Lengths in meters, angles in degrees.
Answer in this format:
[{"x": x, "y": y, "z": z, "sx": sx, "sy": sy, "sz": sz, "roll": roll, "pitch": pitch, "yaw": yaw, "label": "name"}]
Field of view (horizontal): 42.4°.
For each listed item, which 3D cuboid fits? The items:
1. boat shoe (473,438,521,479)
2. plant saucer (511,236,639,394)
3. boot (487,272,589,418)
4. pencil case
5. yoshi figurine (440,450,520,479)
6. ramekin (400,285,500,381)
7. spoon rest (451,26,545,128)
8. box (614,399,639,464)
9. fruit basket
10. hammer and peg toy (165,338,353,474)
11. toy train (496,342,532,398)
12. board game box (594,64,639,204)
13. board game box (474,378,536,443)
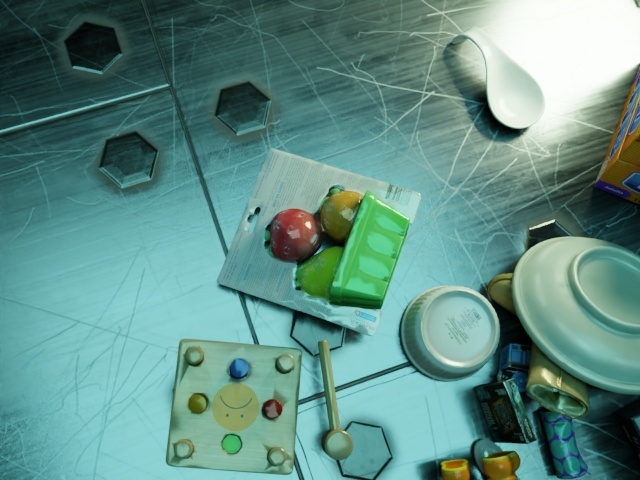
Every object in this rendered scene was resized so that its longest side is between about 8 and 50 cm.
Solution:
[{"x": 0.383, "y": 0.496, "z": 1.706, "sx": 0.066, "sy": 0.063, "sz": 0.184, "roll": -25, "pitch": 81, "yaw": -11, "label": "boat shoe"}, {"x": 0.599, "y": 0.122, "z": 1.695, "sx": 0.400, "sy": 0.100, "sz": 0.400, "roll": 8, "pitch": 48, "yaw": -9, "label": "plant saucer"}, {"x": 0.447, "y": 0.206, "z": 1.695, "sx": 0.236, "sy": 0.089, "sz": 0.269, "roll": 22, "pitch": 42, "yaw": 0, "label": "boot"}, {"x": 0.514, "y": 0.422, "z": 1.736, "sx": 0.070, "sy": 0.064, "sz": 0.152, "roll": -13, "pitch": 79, "yaw": 8, "label": "pencil case"}, {"x": 0.355, "y": 0.608, "z": 1.633, "sx": 0.203, "sy": 0.203, "sz": 0.362, "roll": -7, "pitch": 79, "yaw": -28, "label": "yoshi figurine"}, {"x": 0.279, "y": 0.191, "z": 1.740, "sx": 0.207, "sy": 0.109, "sz": 0.207, "roll": 1, "pitch": 77, "yaw": -5, "label": "ramekin"}, {"x": 0.409, "y": -0.378, "z": 1.894, "sx": 0.137, "sy": 0.084, "sz": 0.276, "roll": -34, "pitch": 82, "yaw": -12, "label": "spoon rest"}, {"x": 0.743, "y": 0.454, "z": 1.690, "sx": 0.143, "sy": 0.165, "sz": 0.270, "roll": -25, "pitch": 81, "yaw": 3, "label": "box"}, {"x": 0.000, "y": 0.000, "z": 1.754, "sx": 0.353, "sy": 0.165, "sz": 0.327, "roll": 16, "pitch": 75, "yaw": 14, "label": "fruit basket"}, {"x": -0.117, "y": 0.331, "z": 1.659, "sx": 0.361, "sy": 0.127, "sz": 0.266, "roll": 5, "pitch": 75, "yaw": -5, "label": "hammer and peg toy"}, {"x": 0.467, "y": 0.283, "z": 1.757, "sx": 0.184, "sy": 0.080, "sz": 0.105, "roll": 11, "pitch": 71, "yaw": -3, "label": "toy train"}, {"x": 0.856, "y": -0.258, "z": 1.753, "sx": 0.356, "sy": 0.356, "sz": 0.356, "roll": 23, "pitch": 76, "yaw": 8, "label": "board game box"}, {"x": 0.372, "y": 0.348, "z": 1.675, "sx": 0.026, "sy": 0.186, "sz": 0.126, "roll": -17, "pitch": 80, "yaw": -12, "label": "board game box"}]
